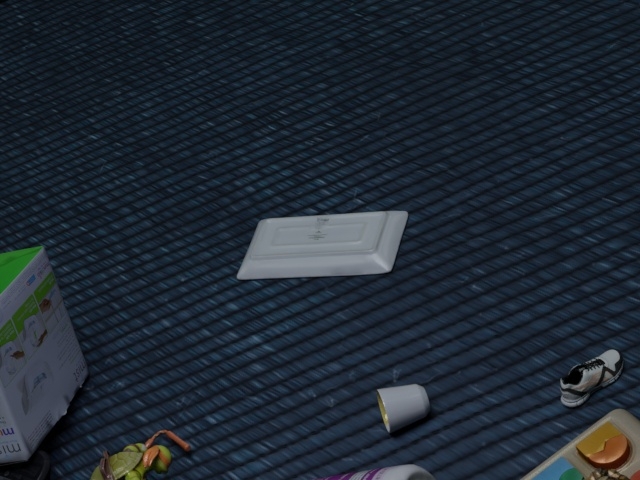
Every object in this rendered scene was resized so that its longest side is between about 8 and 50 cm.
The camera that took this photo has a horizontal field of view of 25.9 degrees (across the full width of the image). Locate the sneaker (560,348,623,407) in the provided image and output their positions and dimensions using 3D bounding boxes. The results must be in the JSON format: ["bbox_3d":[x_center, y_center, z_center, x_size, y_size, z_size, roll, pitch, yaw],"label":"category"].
[{"bbox_3d":[0.365,0.178,1.871,0.109,0.044,0.040,-37,39,-21],"label":"sneaker"}]

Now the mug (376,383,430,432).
[{"bbox_3d":[0.114,0.222,1.928,0.064,0.062,0.078,-16,45,-5],"label":"mug"}]

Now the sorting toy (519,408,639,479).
[{"bbox_3d":[0.355,0.309,1.726,0.208,0.038,0.193,-31,39,-12],"label":"sorting toy"}]

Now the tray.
[{"bbox_3d":[0.000,0.000,2.265,0.270,0.030,0.145,-3,41,22],"label":"tray"}]

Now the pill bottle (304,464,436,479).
[{"bbox_3d":[-0.001,0.374,1.697,0.301,0.169,0.169,-14,38,29],"label":"pill bottle"}]

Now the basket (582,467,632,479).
[{"bbox_3d":[0.331,0.409,1.412,0.213,0.299,0.223,-31,37,-14],"label":"basket"}]

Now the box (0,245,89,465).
[{"bbox_3d":[-0.470,0.170,2.074,0.127,0.231,0.262,-9,23,16],"label":"box"}]

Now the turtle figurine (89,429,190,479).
[{"bbox_3d":[-0.287,0.340,1.915,0.217,0.087,0.269,-30,20,1],"label":"turtle figurine"}]

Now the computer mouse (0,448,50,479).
[{"bbox_3d":[-0.494,0.412,2.001,0.184,0.060,0.262,3,50,35],"label":"computer mouse"}]
